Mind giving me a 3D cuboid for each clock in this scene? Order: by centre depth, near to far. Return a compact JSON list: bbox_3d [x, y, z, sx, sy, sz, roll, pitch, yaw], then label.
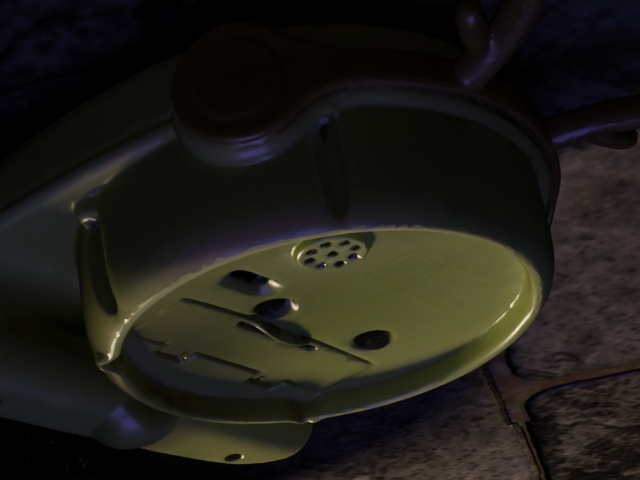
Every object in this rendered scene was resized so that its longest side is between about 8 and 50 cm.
[{"bbox_3d":[0.000,0.000,0.529,0.308,0.096,0.235,-30,145,30],"label":"clock"}]

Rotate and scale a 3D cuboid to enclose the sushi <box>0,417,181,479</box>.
[{"bbox_3d":[-0.205,0.154,0.643,0.227,0.212,0.215,-27,145,32],"label":"sushi"}]
